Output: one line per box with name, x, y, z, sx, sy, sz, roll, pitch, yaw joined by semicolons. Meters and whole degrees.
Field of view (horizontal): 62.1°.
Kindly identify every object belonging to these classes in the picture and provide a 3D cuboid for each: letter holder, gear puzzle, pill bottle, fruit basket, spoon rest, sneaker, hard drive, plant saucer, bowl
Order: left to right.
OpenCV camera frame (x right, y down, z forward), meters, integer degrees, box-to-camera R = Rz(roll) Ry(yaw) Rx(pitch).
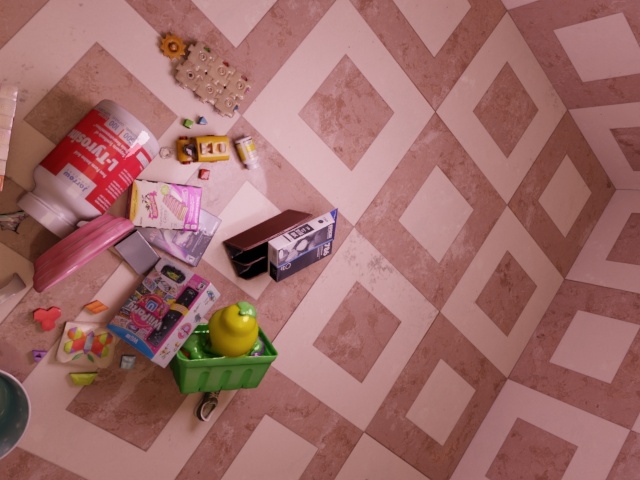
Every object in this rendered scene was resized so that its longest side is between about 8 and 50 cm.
bowl;-1.027;0.494;1.556;0.311;0.163;0.311;-4;99;-31
spoon rest;-1.015;0.199;1.571;0.276;0.084;0.137;-37;113;-22
sneaker;-0.923;-0.053;1.621;0.098;0.038;0.069;-13;105;-19
plant saucer;-0.717;0.024;1.587;0.332;0.332;0.084;-39;101;-20
pill bottle;-0.703;-0.209;1.615;0.229;0.229;0.408;44;74;-27
hard drive;-0.618;0.042;1.802;0.094;0.022;0.135;-37;119;-9
gear puzzle;-0.412;-0.580;1.851;0.339;0.044;0.175;33;81;-26
sneaker;-0.399;0.583;1.979;0.064;0.086;0.192;31;80;-30
fruit basket;-0.336;0.342;1.867;0.392;0.283;0.392;-12;117;-25
pill bottle;-0.265;-0.320;1.952;0.065;0.065;0.116;-27;109;-25
letter holder;-0.167;0.018;1.967;0.302;0.214;0.152;-28;110;-25

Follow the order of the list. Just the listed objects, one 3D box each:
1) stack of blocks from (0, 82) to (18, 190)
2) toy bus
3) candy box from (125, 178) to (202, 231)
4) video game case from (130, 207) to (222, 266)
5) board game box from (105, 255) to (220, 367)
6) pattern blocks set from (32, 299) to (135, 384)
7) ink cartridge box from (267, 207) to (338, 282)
stack of blocks;-0.928;-0.295;1.506;0.087;0.171;0.297;10;91;-31
toy bus;-0.414;-0.317;1.843;0.191;0.104;0.202;41;75;-28
candy box;-0.527;-0.118;1.794;0.233;0.071;0.159;4;95;-30
video game case;-0.508;-0.053;1.869;0.274;0.026;0.196;32;80;-30
board game box;-0.519;0.232;1.768;0.303;0.224;0.097;-56;155;-18
pattern blocks set;-0.772;0.341;1.765;0.325;0.026;0.285;0;97;-31
ink cartridge box;-0.045;0.014;1.939;0.332;0.065;0.165;-29;141;-32
